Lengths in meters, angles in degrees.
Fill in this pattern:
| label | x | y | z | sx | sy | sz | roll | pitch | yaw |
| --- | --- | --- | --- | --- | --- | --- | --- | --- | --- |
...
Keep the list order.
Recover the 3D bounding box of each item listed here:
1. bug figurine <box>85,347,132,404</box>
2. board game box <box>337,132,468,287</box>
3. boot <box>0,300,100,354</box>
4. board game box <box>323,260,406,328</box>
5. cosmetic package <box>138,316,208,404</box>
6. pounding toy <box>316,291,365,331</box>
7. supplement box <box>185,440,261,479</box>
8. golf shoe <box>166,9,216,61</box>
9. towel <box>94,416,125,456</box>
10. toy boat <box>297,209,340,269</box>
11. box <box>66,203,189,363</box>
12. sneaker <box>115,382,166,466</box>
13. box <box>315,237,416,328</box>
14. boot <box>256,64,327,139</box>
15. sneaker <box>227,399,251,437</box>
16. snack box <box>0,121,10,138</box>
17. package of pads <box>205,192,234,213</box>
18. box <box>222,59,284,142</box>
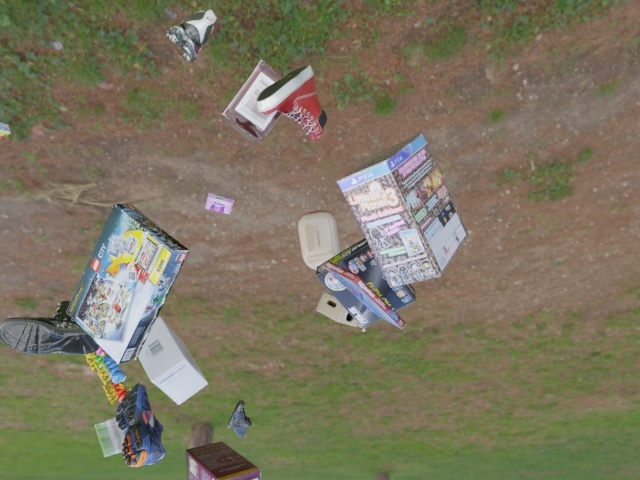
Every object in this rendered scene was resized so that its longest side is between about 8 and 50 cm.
| label | x | y | z | sx | sy | sz | roll | pitch | yaw |
| --- | --- | --- | --- | --- | --- | --- | --- | --- | --- |
| bug figurine | -0.614 | 0.366 | 1.461 | 0.072 | 0.216 | 0.279 | -31 | 161 | -30 |
| board game box | 0.208 | -0.075 | 1.222 | 0.141 | 0.291 | 0.232 | -19 | -167 | 38 |
| boot | -0.703 | 0.219 | 1.324 | 0.237 | 0.085 | 0.179 | 16 | -168 | -32 |
| board game box | 0.136 | 0.165 | 1.518 | 0.281 | 0.027 | 0.145 | 44 | 166 | -36 |
| cosmetic package | -0.550 | 0.438 | 1.842 | 0.138 | 0.224 | 0.224 | -34 | 143 | -15 |
| pounding toy | 0.123 | 0.284 | 2.004 | 0.181 | 0.094 | 0.206 | 22 | 179 | 44 |
| supplement box | -0.183 | 0.456 | 0.939 | 0.081 | 0.104 | 0.188 | -2 | 177 | -32 |
| golf shoe | -0.352 | -0.574 | 1.412 | 0.120 | 0.273 | 0.105 | -43 | 118 | -4 |
| towel | -0.601 | 0.587 | 1.554 | 0.152 | 0.113 | 0.023 | -7 | 141 | -42 |
| toy boat | 0.000 | 0.000 | 1.950 | 0.151 | 0.230 | 0.151 | -7 | -178 | 6 |
| box | -0.344 | 0.074 | 0.892 | 0.233 | 0.159 | 0.044 | -61 | 156 | 12 |
| sneaker | -0.419 | 0.435 | 1.190 | 0.083 | 0.221 | 0.087 | -42 | 133 | 12 |
| box | 0.151 | 0.141 | 1.650 | 0.216 | 0.060 | 0.270 | -32 | 114 | 21 |
| boot | -0.057 | -0.311 | 1.238 | 0.089 | 0.244 | 0.176 | -6 | 118 | 30 |
| sneaker | -0.306 | 0.702 | 1.989 | 0.089 | 0.051 | 0.170 | 23 | 115 | -9 |
| snack box | -1.120 | -0.365 | 1.667 | 0.100 | 0.037 | 0.141 | -23 | 172 | 10 |
| package of pads | -0.314 | -0.114 | 1.578 | 0.083 | 0.032 | 0.050 | 13 | 129 | -13 |
| box | -0.197 | -0.414 | 1.559 | 0.143 | 0.191 | 0.381 | 35 | -179 | -14 |
